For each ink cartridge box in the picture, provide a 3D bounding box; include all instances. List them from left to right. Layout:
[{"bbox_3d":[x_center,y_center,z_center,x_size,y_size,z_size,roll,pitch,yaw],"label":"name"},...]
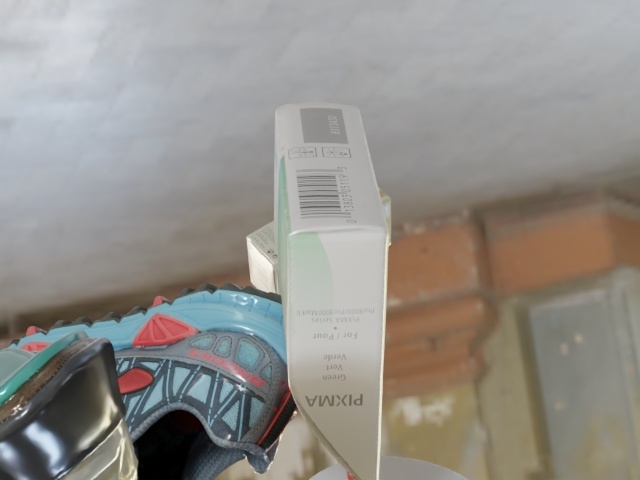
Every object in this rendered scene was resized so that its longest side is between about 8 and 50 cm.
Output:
[{"bbox_3d":[0.001,0.060,0.911,0.056,0.225,0.181,1,-156,-5],"label":"ink cartridge box"}]

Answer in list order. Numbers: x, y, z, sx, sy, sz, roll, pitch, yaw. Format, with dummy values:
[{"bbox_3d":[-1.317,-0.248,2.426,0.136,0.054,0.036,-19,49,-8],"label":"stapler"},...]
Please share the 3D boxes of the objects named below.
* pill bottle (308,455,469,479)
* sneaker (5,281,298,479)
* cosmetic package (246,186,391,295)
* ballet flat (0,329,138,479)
[{"bbox_3d":[0.051,0.379,1.439,0.210,0.363,0.210,3,-153,-2],"label":"pill bottle"},{"bbox_3d":[-0.121,0.112,1.036,0.261,0.125,0.104,-21,137,38],"label":"sneaker"},{"bbox_3d":[0.000,0.000,1.348,0.115,0.041,0.060,-31,144,-21],"label":"cosmetic package"},{"bbox_3d":[-0.101,0.074,0.640,0.074,0.074,0.203,-2,176,-16],"label":"ballet flat"}]
